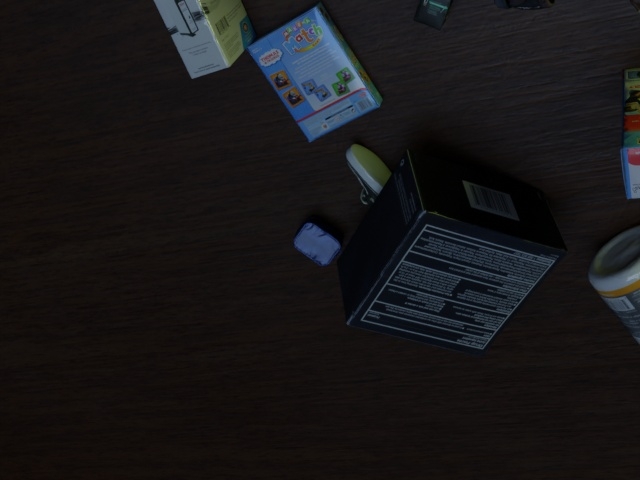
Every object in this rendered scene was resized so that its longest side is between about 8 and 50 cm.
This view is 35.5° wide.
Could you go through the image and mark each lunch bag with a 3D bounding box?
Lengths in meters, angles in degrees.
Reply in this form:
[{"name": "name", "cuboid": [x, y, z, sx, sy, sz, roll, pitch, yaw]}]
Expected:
[{"name": "lunch bag", "cuboid": [0.000, 0.000, 1.980, 0.098, 0.065, 0.067, 37, 110, -7]}]

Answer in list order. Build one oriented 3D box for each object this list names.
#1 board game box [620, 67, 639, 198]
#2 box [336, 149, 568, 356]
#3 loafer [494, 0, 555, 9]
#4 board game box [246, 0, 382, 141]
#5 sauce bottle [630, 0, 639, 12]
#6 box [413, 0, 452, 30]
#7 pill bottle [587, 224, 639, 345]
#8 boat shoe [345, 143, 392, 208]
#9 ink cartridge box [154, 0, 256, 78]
[{"name": "board game box", "cuboid": [0.620, -0.184, 1.520, 0.308, 0.302, 0.086, -4, 121, 20]}, {"name": "box", "cuboid": [0.225, 0.029, 1.805, 0.296, 0.183, 0.294, 15, 128, -21]}, {"name": "loafer", "cuboid": [0.313, -0.477, 1.510, 0.095, 0.109, 0.302, 17, 148, 24]}, {"name": "board game box", "cuboid": [-0.010, -0.301, 1.802, 0.160, 0.039, 0.211, -24, 113, 28]}, {"name": "sauce bottle", "cuboid": [0.521, -0.376, 1.585, 0.128, 0.042, 0.042, 40, 125, -12]}, {"name": "box", "cuboid": [0.195, -0.403, 1.657, 0.052, 0.062, 0.083, 21, 125, 5]}, {"name": "pill bottle", "cuboid": [0.623, 0.118, 1.803, 0.162, 0.162, 0.278, -32, 109, 31]}, {"name": "boat shoe", "cuboid": [0.113, -0.085, 1.880, 0.070, 0.078, 0.219, -34, 109, 31]}, {"name": "ink cartridge box", "cuboid": [-0.207, -0.407, 1.728, 0.086, 0.148, 0.203, -12, 116, 26]}]
